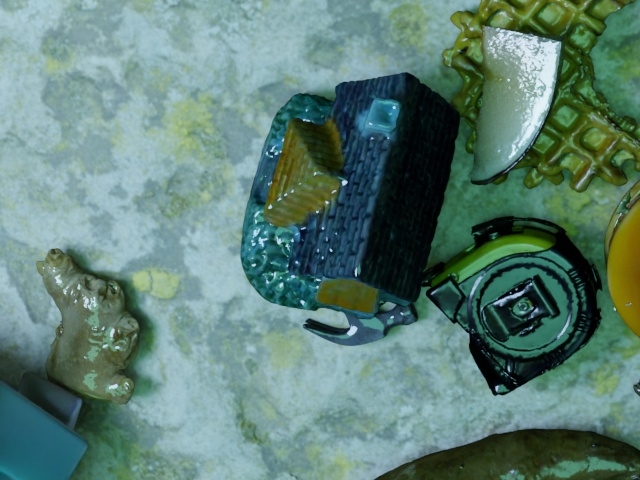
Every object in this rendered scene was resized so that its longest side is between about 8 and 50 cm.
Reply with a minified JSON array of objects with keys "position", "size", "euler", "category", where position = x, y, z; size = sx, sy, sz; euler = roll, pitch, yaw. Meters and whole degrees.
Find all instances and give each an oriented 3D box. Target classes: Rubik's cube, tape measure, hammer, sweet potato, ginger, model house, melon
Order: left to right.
[{"position":[-0.512,0.312,1.489],"size":[0.358,0.368,0.387],"euler":[28,65,6],"category":"Rubik's cube"},{"position":[-0.301,0.113,1.548],"size":[0.137,0.074,0.213],"euler":[-3,96,12],"category":"ginger"},{"position":[0.000,0.000,1.481],"size":[0.137,0.037,0.290],"euler":[-25,97,13],"category":"hammer"},{"position":[0.027,-0.049,1.319],"size":[0.226,0.241,0.261],"euler":[13,84,0],"category":"model house"},{"position":[0.204,0.313,1.470],"size":[0.422,0.130,0.130],"euler":[-20,98,9],"category":"sweet potato"},{"position":[0.220,-0.149,1.334],"size":[0.098,0.054,0.182],"euler":[8,103,19],"category":"melon"},{"position":[0.239,0.068,1.414],"size":[0.186,0.112,0.199],"euler":[-36,95,14],"category":"tape measure"}]

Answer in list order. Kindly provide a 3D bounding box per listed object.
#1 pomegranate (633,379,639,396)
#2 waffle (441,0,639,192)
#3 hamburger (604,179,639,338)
[{"position":[0.419,0.203,1.427],"size":[0.084,0.073,0.073],"euler":[34,106,2],"category":"pomegranate"},{"position":[0.271,-0.199,1.369],"size":[0.260,0.069,0.293],"euler":[-2,101,11],"category":"waffle"},{"position":[0.438,0.023,1.333],"size":[0.246,0.170,0.246],"euler":[3,105,11],"category":"hamburger"}]
